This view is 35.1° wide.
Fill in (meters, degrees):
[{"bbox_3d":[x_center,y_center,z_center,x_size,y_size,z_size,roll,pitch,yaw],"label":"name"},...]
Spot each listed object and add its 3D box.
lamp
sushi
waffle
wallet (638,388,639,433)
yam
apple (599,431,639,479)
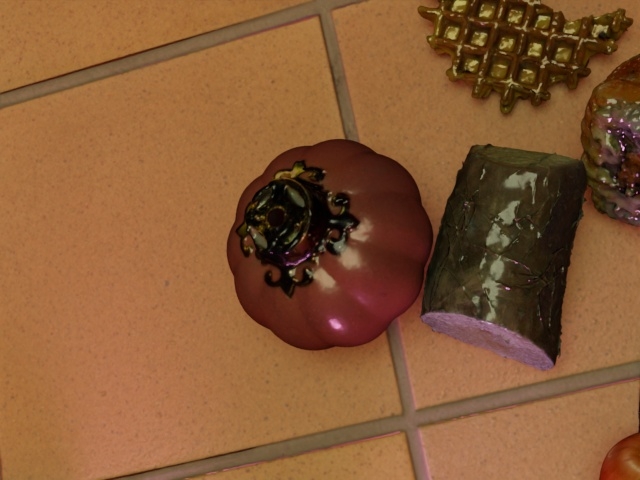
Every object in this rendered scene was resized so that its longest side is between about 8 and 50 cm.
[{"bbox_3d":[0.000,0.000,1.400,0.305,0.239,0.305,-11,68,29],"label":"lamp"},{"bbox_3d":[0.440,-0.130,1.325,0.184,0.274,0.139,29,64,36],"label":"sushi"},{"bbox_3d":[0.286,-0.331,1.505,0.259,0.069,0.293,-36,75,7],"label":"waffle"},{"bbox_3d":[0.474,0.213,1.370,0.082,0.018,0.157,4,81,15],"label":"wallet"},{"bbox_3d":[0.256,0.011,1.380,0.202,0.201,0.271,14,77,16],"label":"yam"},{"bbox_3d":[0.436,0.325,1.283,0.163,0.163,0.139,-5,115,13],"label":"apple"}]
